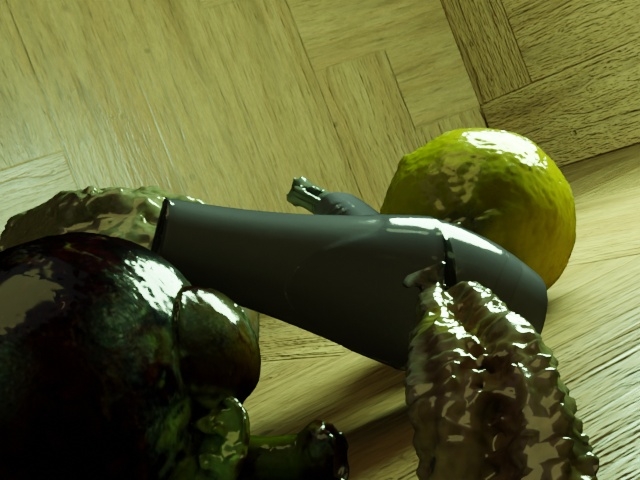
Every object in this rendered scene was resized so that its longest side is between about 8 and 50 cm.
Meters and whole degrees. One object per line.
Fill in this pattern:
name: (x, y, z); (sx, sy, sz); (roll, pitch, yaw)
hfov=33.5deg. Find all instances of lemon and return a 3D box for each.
lemon: (0.155, -0.016, 1.048); (0.192, 0.192, 0.231); (-20, -6, 15)

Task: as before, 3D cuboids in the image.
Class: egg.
egg: (-0.187, 0.078, 0.979); (0.279, 0.279, 0.310); (-23, 13, -39)

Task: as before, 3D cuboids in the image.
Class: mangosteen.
mangosteen: (-0.127, 0.117, 0.673); (0.289, 0.231, 0.231); (16, 16, 18)

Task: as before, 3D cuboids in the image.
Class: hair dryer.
hair dryer: (0.000, 0.000, 0.920); (0.301, 0.121, 0.361); (13, 11, -14)

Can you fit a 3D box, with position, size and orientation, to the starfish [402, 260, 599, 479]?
starfish: (0.006, 0.101, 0.217); (0.398, 0.132, 0.384); (-32, 0, -27)
